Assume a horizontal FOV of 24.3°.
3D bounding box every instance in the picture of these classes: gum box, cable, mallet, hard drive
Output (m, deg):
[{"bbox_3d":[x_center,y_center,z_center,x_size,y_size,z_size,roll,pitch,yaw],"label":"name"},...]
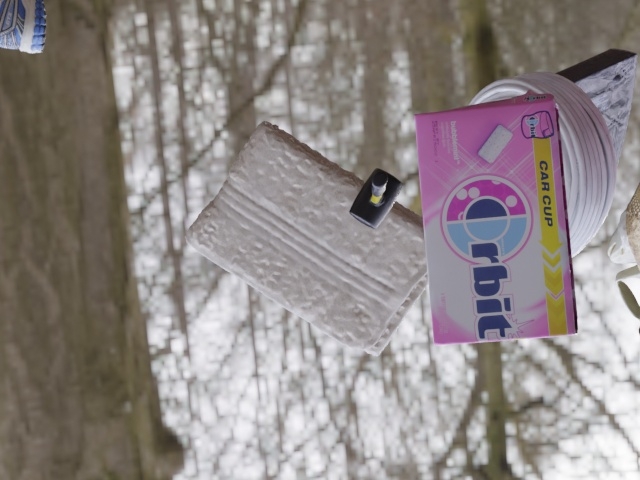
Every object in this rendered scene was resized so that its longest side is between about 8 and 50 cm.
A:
[{"bbox_3d":[0.135,-0.018,1.139,0.107,0.188,0.062,-5,178,12],"label":"gum box"},{"bbox_3d":[0.271,-0.091,1.955,0.089,0.257,0.257,-7,153,-38],"label":"cable"},{"bbox_3d":[0.064,-0.059,1.544,0.039,0.062,0.190,31,169,3],"label":"mallet"},{"bbox_3d":[0.391,-0.167,2.255,0.172,0.255,0.054,-25,-131,-24],"label":"hard drive"}]

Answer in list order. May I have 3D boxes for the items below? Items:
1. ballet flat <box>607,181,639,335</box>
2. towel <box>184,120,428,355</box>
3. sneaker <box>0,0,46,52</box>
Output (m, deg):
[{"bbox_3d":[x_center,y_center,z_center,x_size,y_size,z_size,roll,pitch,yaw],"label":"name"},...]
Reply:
[{"bbox_3d":[0.312,0.024,1.425,0.067,0.206,0.073,-6,-145,23],"label":"ballet flat"},{"bbox_3d":[0.000,0.000,1.791,0.282,0.187,0.049,33,-163,-3],"label":"towel"},{"bbox_3d":[-0.257,-0.210,1.184,0.058,0.135,0.052,-6,151,-22],"label":"sneaker"}]
